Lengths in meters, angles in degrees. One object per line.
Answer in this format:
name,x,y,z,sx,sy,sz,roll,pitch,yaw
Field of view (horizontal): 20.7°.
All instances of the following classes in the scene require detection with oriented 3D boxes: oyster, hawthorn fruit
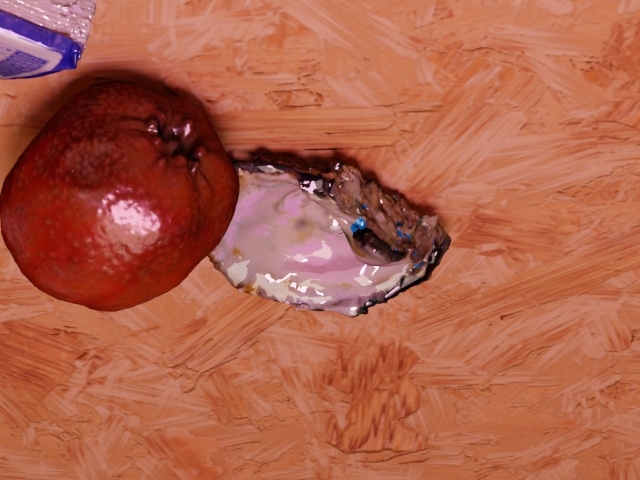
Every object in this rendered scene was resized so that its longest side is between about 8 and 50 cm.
oyster,0.000,-0.007,1.738,0.260,0.092,0.198,12,142,3
hawthorn fruit,-0.199,-0.028,1.613,0.205,0.205,0.253,26,135,-30

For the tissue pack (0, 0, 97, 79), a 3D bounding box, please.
tissue pack,-0.318,-0.226,1.355,0.270,0.137,0.209,21,175,-24
